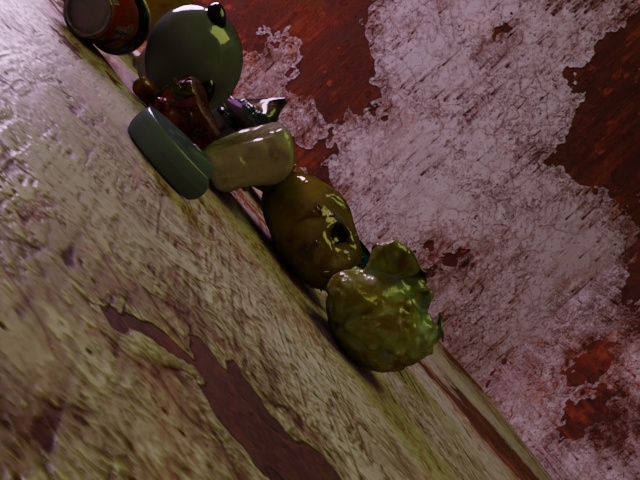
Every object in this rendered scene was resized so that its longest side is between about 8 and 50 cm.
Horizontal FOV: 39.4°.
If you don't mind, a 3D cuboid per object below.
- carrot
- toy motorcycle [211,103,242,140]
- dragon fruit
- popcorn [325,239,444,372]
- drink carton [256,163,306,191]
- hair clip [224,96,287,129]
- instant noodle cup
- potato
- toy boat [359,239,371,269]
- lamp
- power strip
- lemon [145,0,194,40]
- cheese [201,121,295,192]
[{"bbox_3d":[-0.266,-0.216,1.589,0.190,0.037,0.037,50,2,-36],"label":"carrot"},{"bbox_3d":[-0.272,-0.297,1.958,0.263,0.091,0.157,49,-5,-13],"label":"toy motorcycle"},{"bbox_3d":[-0.236,-0.218,1.469,0.096,0.102,0.147,39,13,-52],"label":"dragon fruit"},{"bbox_3d":[0.097,0.095,1.330,0.197,0.213,0.198,15,15,-4],"label":"popcorn"},{"bbox_3d":[-0.107,-0.144,1.984,0.223,0.071,0.096,29,-12,49],"label":"drink carton"},{"bbox_3d":[-0.188,-0.298,1.999,0.110,0.096,0.358,14,5,-38],"label":"hair clip"},{"bbox_3d":[-0.369,-0.382,1.525,0.127,0.127,0.135,48,12,0],"label":"instant noodle cup"},{"bbox_3d":[-0.017,-0.022,1.543,0.300,0.140,0.173,-125,-158,-56],"label":"potato"},{"bbox_3d":[0.062,0.088,1.829,0.134,0.092,0.299,12,-28,37],"label":"toy boat"},{"bbox_3d":[-0.246,-0.327,1.644,0.198,0.198,0.243,46,-22,-24],"label":"lamp"},{"bbox_3d":[-0.203,-0.124,1.234,0.137,0.044,0.216,46,4,-13],"label":"power strip"},{"bbox_3d":[-0.426,-0.603,2.028,0.285,0.285,0.316,49,-28,21],"label":"lemon"},{"bbox_3d":[-0.123,-0.143,1.548,0.263,0.159,0.093,-113,-170,-77],"label":"cheese"}]
